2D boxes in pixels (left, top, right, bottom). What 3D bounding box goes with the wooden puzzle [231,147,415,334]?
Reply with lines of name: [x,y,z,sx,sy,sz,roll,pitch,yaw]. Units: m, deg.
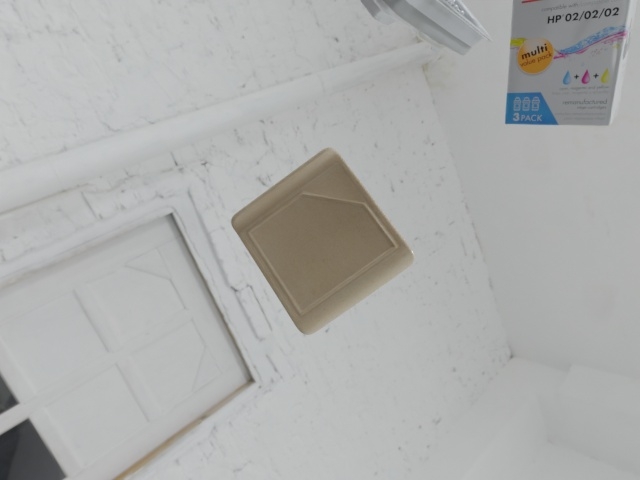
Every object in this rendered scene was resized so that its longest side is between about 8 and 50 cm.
wooden puzzle: [0.000,0.000,0.699,0.238,0.221,0.044,55,4,9]

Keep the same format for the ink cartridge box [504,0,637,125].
ink cartridge box: [0.257,-0.216,0.435,0.104,0.062,0.181,12,-59,37]

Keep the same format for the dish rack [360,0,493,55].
dish rack: [0.081,-0.386,0.569,0.072,0.286,0.332,-41,-107,34]
